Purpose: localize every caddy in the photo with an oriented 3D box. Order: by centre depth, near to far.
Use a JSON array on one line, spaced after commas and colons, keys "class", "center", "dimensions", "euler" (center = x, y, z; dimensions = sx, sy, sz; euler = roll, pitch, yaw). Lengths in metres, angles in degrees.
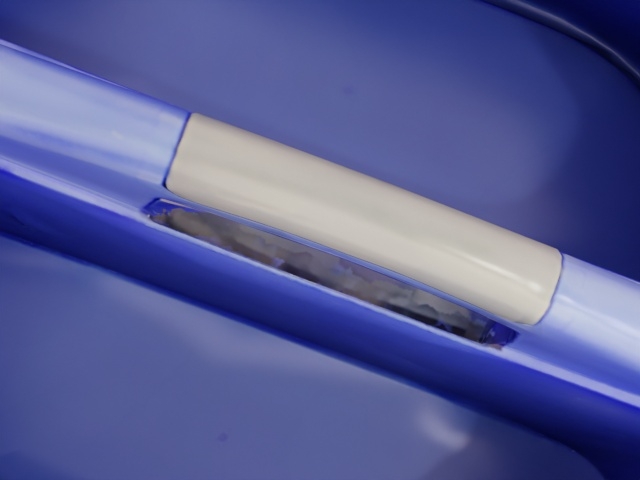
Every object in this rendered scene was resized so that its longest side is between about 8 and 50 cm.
[{"class": "caddy", "center": [0.000, 0.000, 0.503], "dimensions": [0.341, 0.241, 0.179], "euler": [20, -6, -6]}]
